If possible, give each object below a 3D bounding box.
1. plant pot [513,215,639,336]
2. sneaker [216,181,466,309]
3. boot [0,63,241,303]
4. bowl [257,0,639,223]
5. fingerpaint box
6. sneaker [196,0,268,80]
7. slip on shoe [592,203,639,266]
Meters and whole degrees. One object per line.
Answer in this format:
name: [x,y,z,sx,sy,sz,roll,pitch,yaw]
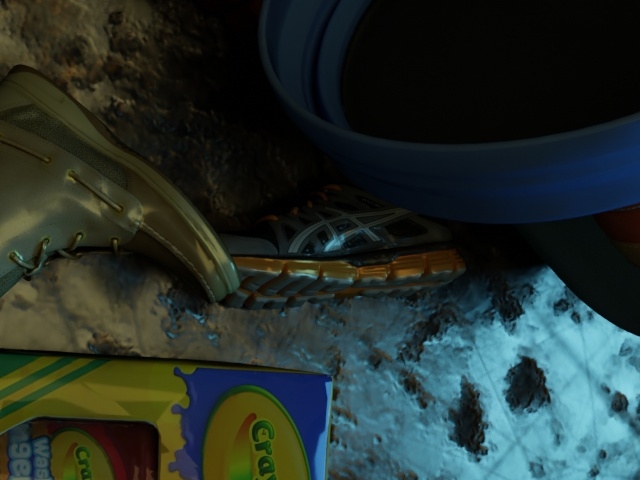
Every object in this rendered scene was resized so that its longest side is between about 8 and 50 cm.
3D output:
plant pot: [0.238,-0.079,1.170,0.247,0.252,0.248,47,70,-16]
sneaker: [0.000,0.000,1.156,0.215,0.084,0.083,-2,75,-29]
boot: [-0.174,0.006,1.044,0.213,0.077,0.165,40,72,8]
bowl: [0.155,-0.162,0.976,0.391,0.391,0.077,-45,132,-20]
fingerpaint box: [-0.198,0.289,0.995,0.371,0.163,0.444,6,85,-26]
sneaker: [-0.055,-0.218,1.122,0.276,0.098,0.135,36,74,-22]
slip on shoe: [0.294,-0.089,1.001,0.331,0.123,0.101,-31,115,-20]
